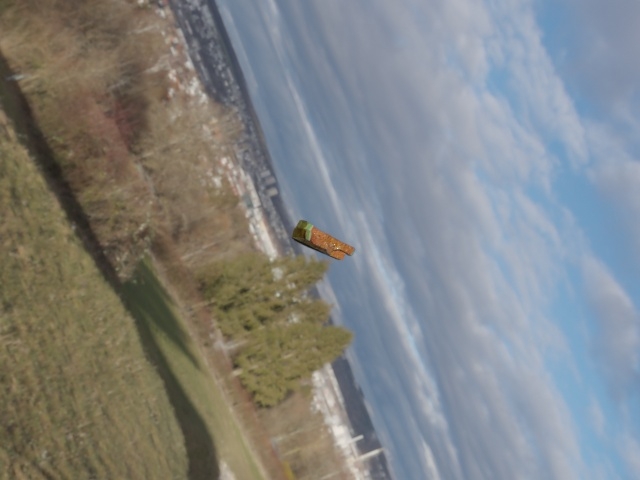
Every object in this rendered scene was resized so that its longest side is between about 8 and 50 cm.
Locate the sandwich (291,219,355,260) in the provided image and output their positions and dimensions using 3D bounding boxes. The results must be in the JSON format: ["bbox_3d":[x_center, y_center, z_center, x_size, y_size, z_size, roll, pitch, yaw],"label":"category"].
[{"bbox_3d":[-0.002,-0.001,1.008,0.067,0.029,0.135,20,-6,27],"label":"sandwich"}]
